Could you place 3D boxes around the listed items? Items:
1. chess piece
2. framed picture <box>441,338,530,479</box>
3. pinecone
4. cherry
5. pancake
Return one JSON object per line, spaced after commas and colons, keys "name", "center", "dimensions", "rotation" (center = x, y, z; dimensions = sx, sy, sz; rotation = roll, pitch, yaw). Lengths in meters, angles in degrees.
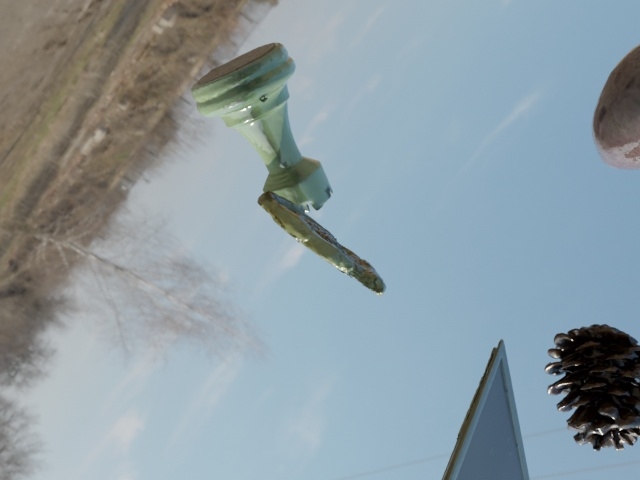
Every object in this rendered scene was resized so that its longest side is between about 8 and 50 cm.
{"name": "chess piece", "center": [-0.090, -0.192, 1.345], "dimensions": [0.195, 0.299, 0.194], "rotation": [-23, -158, 10]}
{"name": "framed picture", "center": [0.193, 0.296, 0.834], "dimensions": [0.019, 0.296, 0.232], "rotation": [2, -146, 30]}
{"name": "pinecone", "center": [0.186, 0.097, 0.485], "dimensions": [0.077, 0.077, 0.083], "rotation": [-32, -147, 51]}
{"name": "cherry", "center": [0.329, -0.150, 0.722], "dimensions": [0.188, 0.115, 0.148], "rotation": [-89, -173, -45]}
{"name": "pancake", "center": [0.000, 0.000, 1.152], "dimensions": [0.037, 0.253, 0.253], "rotation": [-51, -163, 4]}
